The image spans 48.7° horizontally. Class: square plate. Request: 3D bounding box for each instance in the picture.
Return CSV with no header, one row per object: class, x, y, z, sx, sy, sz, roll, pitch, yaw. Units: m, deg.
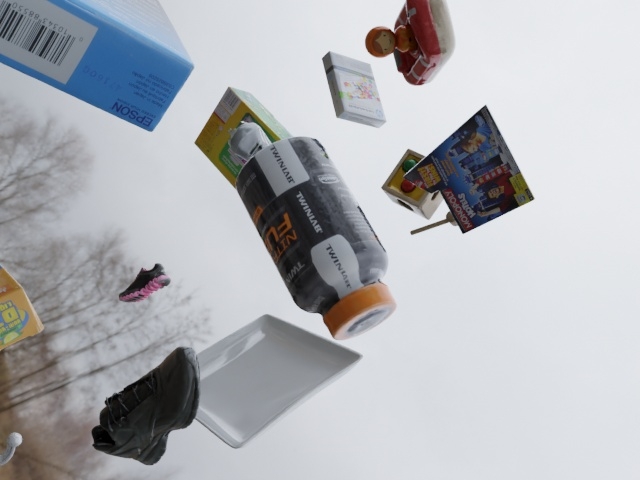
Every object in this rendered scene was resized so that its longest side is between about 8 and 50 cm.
square plate,-0.140,0.296,1.525,0.344,0.347,0.049,17,-53,46

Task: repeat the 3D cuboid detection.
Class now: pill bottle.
pill bottle,0.000,0.000,0.879,0.245,0.131,0.130,61,-28,24

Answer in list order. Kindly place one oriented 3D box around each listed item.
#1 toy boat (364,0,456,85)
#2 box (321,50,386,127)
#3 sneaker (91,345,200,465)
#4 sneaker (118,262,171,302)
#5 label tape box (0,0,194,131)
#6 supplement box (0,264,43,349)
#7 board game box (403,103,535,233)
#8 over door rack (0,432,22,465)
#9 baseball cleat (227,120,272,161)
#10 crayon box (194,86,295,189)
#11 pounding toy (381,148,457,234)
toy boat,0.158,-0.382,1.332,0.231,0.151,0.150,126,-49,-78
box,0.086,-0.387,1.817,0.038,0.145,0.186,-35,-122,44
sneaker,-0.291,0.280,1.177,0.286,0.130,0.109,-56,-145,28
sneaker,-0.366,0.086,1.459,0.057,0.119,0.047,66,9,20
label tape box,-0.331,-0.309,0.922,0.115,0.249,0.347,-54,-141,17
supplement box,-0.458,0.065,0.943,0.233,0.078,0.080,27,-44,42
board game box,0.265,-0.121,1.313,0.194,0.060,0.194,-27,-87,19
over door rack,-0.529,0.146,0.858,0.239,0.108,0.324,44,3,37
baseball cleat,-0.106,-0.169,1.379,0.109,0.072,0.206,39,6,14
crayon box,-0.151,-0.201,1.611,0.278,0.081,0.165,47,-67,26
pounding toy,0.259,-0.106,1.764,0.206,0.181,0.094,31,-6,35
